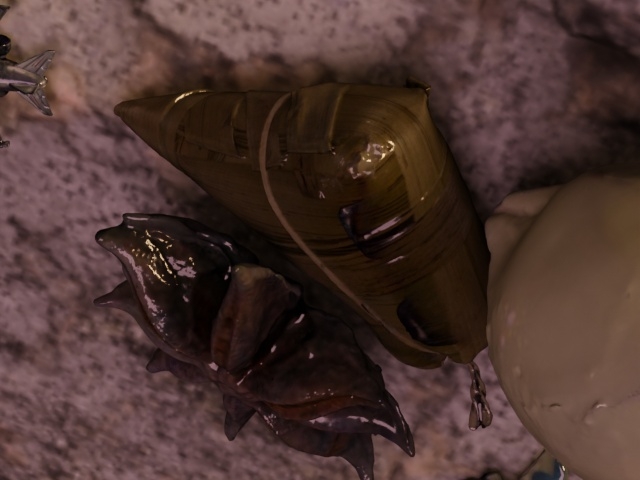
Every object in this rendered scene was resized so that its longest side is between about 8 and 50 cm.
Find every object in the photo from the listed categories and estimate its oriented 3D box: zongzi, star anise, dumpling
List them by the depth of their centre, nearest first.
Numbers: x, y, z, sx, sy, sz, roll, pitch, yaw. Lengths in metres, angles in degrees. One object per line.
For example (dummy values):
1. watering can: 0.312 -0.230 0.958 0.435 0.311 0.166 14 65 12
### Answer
1. dumpling: 0.172 0.054 0.834 0.193 0.258 0.147 32 92 -24
2. zongzi: 0.000 0.000 0.938 0.178 0.081 0.189 5 138 36
3. star anise: -0.027 0.052 0.939 0.204 0.061 0.180 38 160 -10

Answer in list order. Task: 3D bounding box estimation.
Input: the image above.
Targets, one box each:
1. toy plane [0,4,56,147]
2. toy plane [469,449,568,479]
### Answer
1. toy plane: -0.173 -0.085 0.938 0.083 0.031 0.078 12 121 6
2. toy plane: 0.135 0.245 1.011 0.192 0.088 0.262 -23 97 26
